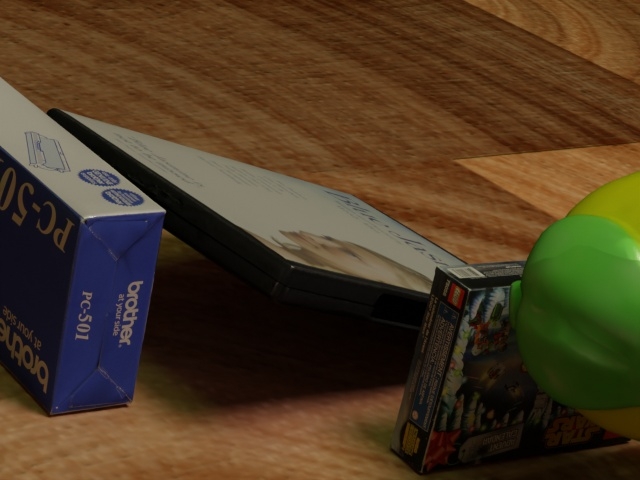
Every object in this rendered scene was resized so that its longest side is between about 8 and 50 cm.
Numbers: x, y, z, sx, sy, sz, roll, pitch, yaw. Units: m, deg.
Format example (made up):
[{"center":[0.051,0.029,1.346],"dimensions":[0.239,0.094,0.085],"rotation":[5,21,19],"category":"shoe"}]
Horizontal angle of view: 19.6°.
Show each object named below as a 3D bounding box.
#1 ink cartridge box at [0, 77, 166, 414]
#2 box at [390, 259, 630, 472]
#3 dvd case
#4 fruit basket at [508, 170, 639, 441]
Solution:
[{"center":[-0.149,-0.011,0.877],"dimensions":[0.046,0.097,0.207],"rotation":[-5,29,-37],"category":"ink cartridge box"},{"center":[0.102,0.055,0.868],"dimensions":[0.137,0.094,0.027],"rotation":[-4,27,-36],"category":"box"},{"center":[0.000,0.000,0.942],"dimensions":[0.180,0.022,0.253],"rotation":[32,11,37],"category":"dvd case"},{"center":[0.283,0.017,0.763],"dimensions":[0.392,0.283,0.392],"rotation":[18,44,-18],"category":"fruit basket"}]
